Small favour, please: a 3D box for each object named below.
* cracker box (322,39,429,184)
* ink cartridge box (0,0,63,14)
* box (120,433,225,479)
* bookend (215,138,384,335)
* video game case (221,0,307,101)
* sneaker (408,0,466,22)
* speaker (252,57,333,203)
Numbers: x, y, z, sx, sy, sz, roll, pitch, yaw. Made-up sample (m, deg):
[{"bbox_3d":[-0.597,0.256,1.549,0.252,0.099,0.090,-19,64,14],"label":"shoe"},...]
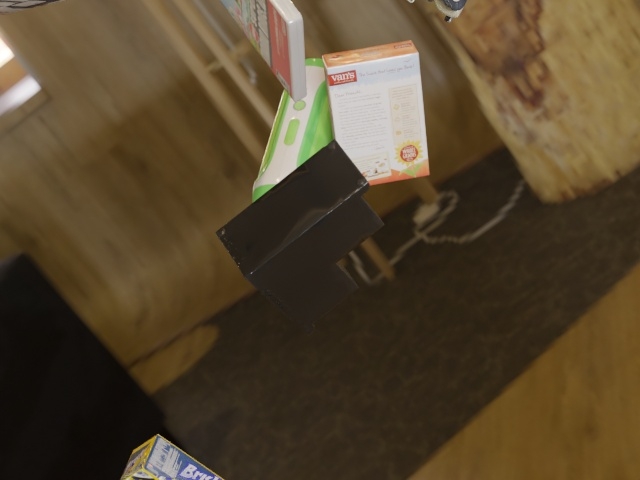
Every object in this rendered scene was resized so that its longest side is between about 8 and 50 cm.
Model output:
[{"bbox_3d":[0.095,-0.212,2.208,0.156,0.232,0.067,-9,31,-3],"label":"cracker box"},{"bbox_3d":[-0.453,-0.401,1.909,0.237,0.100,0.172,-4,1,37],"label":"ink cartridge box"},{"bbox_3d":[-0.145,0.298,1.505,0.059,0.169,0.054,-37,22,41],"label":"box"},{"bbox_3d":[0.000,0.000,1.360,0.157,0.156,0.072,-38,54,4],"label":"bookend"},{"bbox_3d":[-0.106,-0.356,1.864,0.025,0.285,0.204,-30,-23,-12],"label":"video game case"},{"bbox_3d":[0.224,-0.404,1.942,0.235,0.153,0.094,-6,19,-17],"label":"sneaker"},{"bbox_3d":[-0.031,-0.173,2.298,0.131,0.131,0.296,-19,48,47],"label":"speaker"}]
